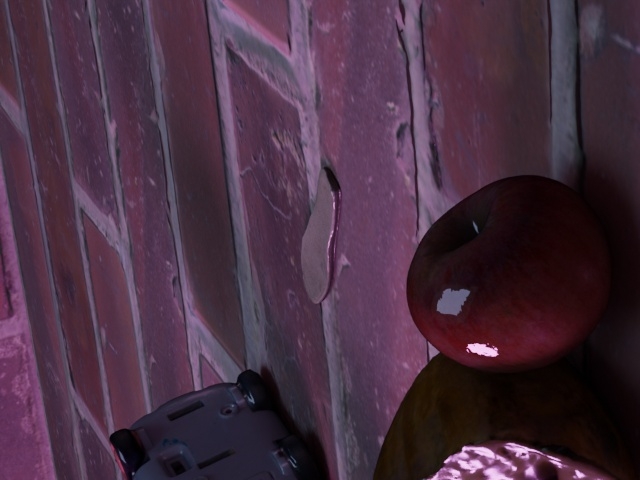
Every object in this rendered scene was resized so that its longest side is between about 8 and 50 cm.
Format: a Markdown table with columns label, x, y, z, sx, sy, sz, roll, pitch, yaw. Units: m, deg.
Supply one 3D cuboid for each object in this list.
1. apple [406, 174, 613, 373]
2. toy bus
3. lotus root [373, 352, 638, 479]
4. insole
| label | x | y | z | sx | sy | sz | roll | pitch | yaw |
| --- | --- | --- | --- | --- | --- | --- | --- | --- | --- |
| apple | 0.139 | 0.026 | 1.426 | 0.120 | 0.153 | 0.153 | 45 | 169 | -18 |
| toy bus | -0.108 | 0.309 | 2.283 | 0.287 | 0.194 | 0.232 | 50 | 158 | 49 |
| lotus root | 0.152 | 0.162 | 1.524 | 0.188 | 0.199 | 0.180 | -37 | 29 | 32 |
| insole | 0.000 | 0.000 | 1.996 | 0.192 | 0.010 | 0.063 | 98 | 150 | -50 |
